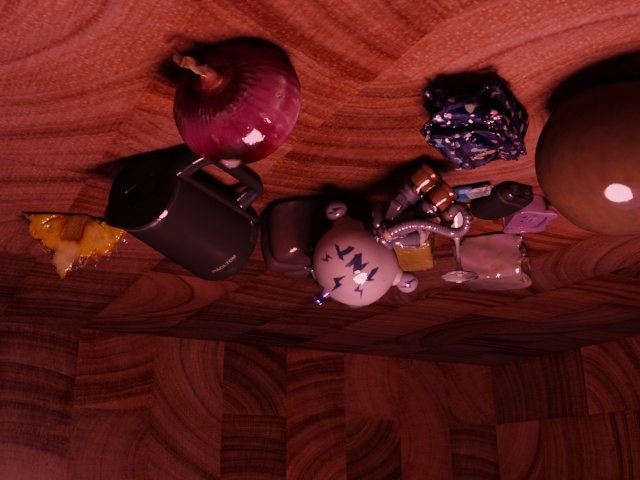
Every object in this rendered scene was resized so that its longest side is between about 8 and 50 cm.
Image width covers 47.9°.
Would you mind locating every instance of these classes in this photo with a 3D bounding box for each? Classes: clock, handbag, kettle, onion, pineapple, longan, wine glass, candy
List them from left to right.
[{"bbox_3d":[-0.627,0.025,1.853,0.250,0.164,0.140,1,169,-14],"label":"pineapple"},{"bbox_3d":[-0.271,-0.055,1.569,0.262,0.203,0.308,-7,157,23],"label":"kettle"},{"bbox_3d":[-0.134,-0.208,1.158,0.208,0.200,0.200,-5,161,-4],"label":"onion"},{"bbox_3d":[0.338,0.008,1.786,0.122,0.182,0.122,1,161,0],"label":"wine glass"},{"bbox_3d":[0.276,-0.198,1.295,0.162,0.113,0.260,-2,170,26],"label":"handbag"},{"bbox_3d":[0.487,0.062,2.020,0.195,0.137,0.185,-7,160,24],"label":"candy"},{"bbox_3d":[0.514,-0.065,1.779,0.110,0.050,0.152,0,161,-1],"label":"clock"},{"bbox_3d":[0.518,-0.143,1.218,0.298,0.297,0.297,-1,161,0],"label":"longan"}]

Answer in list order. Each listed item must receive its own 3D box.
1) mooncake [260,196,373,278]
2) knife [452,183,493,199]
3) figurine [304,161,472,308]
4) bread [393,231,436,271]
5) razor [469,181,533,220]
[{"bbox_3d":[0.000,0.000,1.807,0.306,0.154,0.306,-2,159,-1],"label":"mooncake"},{"bbox_3d":[0.266,-0.102,1.707,0.297,0.026,0.044,-7,157,25],"label":"knife"},{"bbox_3d":[0.128,-0.005,1.579,0.382,0.261,0.186,-45,163,13],"label":"figurine"},{"bbox_3d":[0.237,0.010,1.913,0.138,0.102,0.196,-7,157,11],"label":"bread"},{"bbox_3d":[0.425,-0.088,1.703,0.090,0.054,0.148,13,156,-25],"label":"razor"}]
